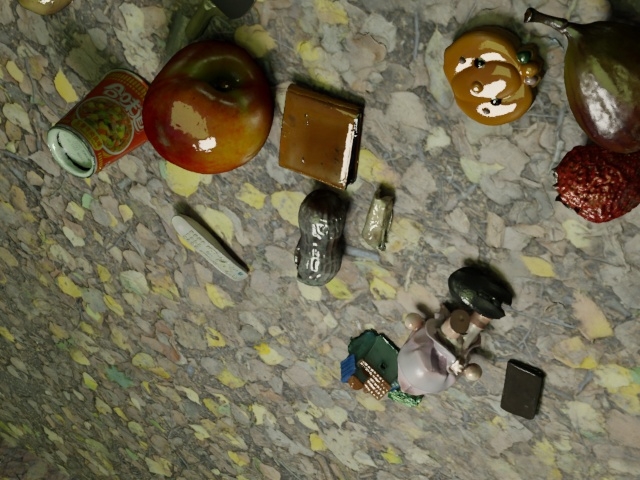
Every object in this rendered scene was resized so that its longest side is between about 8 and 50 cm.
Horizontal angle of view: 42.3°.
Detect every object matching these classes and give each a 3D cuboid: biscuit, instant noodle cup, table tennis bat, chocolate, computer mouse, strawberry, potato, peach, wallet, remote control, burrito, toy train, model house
[{"bbox_3d":[0.277,-0.260,1.324,0.170,0.050,0.170,21,137,21],"label":"biscuit"},{"bbox_3d":[-0.470,-0.243,1.795,0.193,0.212,0.193,21,136,22],"label":"instant noodle cup"},{"bbox_3d":[-0.194,-0.458,1.536,0.138,0.022,0.246,44,139,-3],"label":"table tennis bat"},{"bbox_3d":[0.000,0.000,1.736,0.110,0.110,0.248,26,138,17],"label":"chocolate"},{"bbox_3d":[0.309,0.103,1.602,0.135,0.047,0.079,31,96,1],"label":"computer mouse"},{"bbox_3d":[0.446,-0.090,1.291,0.148,0.131,0.131,2,127,46],"label":"strawberry"},{"bbox_3d":[-0.560,-0.505,1.724,0.172,0.100,0.089,5,134,31],"label":"potato"},{"bbox_3d":[-0.231,-0.247,1.635,0.248,0.245,0.274,63,155,18],"label":"peach"},{"bbox_3d":[0.000,-0.201,1.604,0.161,0.042,0.195,21,134,16],"label":"wallet"},{"bbox_3d":[-0.266,0.014,2.002,0.229,0.044,0.073,41,144,-13],"label":"remote control"},{"bbox_3d":[0.115,-0.039,1.655,0.055,0.041,0.149,16,136,8],"label":"burrito"},{"bbox_3d":[0.426,0.320,1.754,0.082,0.018,0.156,19,135,25],"label":"wallet"},{"bbox_3d":[0.201,0.367,1.962,0.083,0.033,0.053,26,143,16],"label":"toy train"},{"bbox_3d":[0.106,0.305,1.890,0.148,0.148,0.119,47,141,-3],"label":"model house"}]

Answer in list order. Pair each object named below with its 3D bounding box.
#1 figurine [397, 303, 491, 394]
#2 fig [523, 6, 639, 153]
[{"bbox_3d":[0.252,0.225,1.717,0.200,0.133,0.276,39,139,8],"label":"figurine"},{"bbox_3d":[0.395,-0.245,1.160,0.274,0.145,0.170,35,141,-16],"label":"fig"}]
